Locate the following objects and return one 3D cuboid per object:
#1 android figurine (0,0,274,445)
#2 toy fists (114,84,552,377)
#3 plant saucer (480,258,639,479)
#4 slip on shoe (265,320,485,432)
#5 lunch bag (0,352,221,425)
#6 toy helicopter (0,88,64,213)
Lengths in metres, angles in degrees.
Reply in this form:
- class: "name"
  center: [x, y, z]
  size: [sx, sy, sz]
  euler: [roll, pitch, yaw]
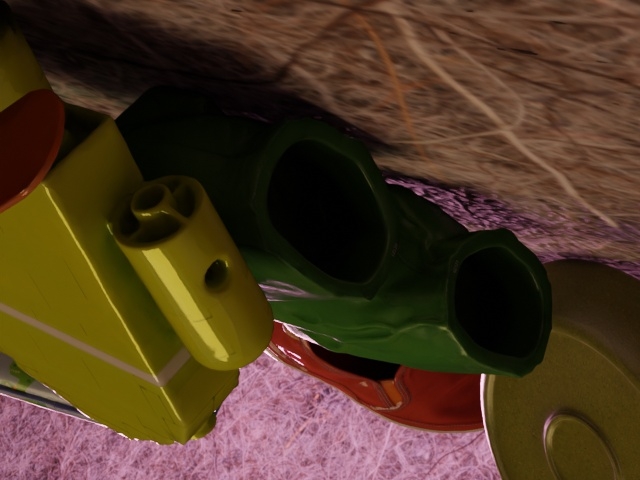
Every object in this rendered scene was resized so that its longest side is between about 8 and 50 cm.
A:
- class: "android figurine"
  center: [-0.127, -0.001, 0.670]
  size: [0.248, 0.056, 0.273]
  euler: [18, 146, 40]
- class: "toy fists"
  center: [0.000, 0.000, 0.758]
  size: [0.142, 0.096, 0.279]
  euler: [0, 163, 40]
- class: "plant saucer"
  center: [0.172, 0.130, 0.882]
  size: [0.037, 0.241, 0.241]
  euler: [-22, -166, -28]
- class: "slip on shoe"
  center: [0.081, 0.122, 1.496]
  size: [0.331, 0.123, 0.101]
  euler: [25, 166, -27]
- class: "lunch bag"
  center: [-0.145, 0.018, 0.899]
  size: [0.219, 0.176, 0.090]
  euler: [20, 177, -19]
- class: "toy helicopter"
  center: [-0.246, -0.037, 0.547]
  size: [0.235, 0.140, 0.355]
  euler: [22, 161, -22]
